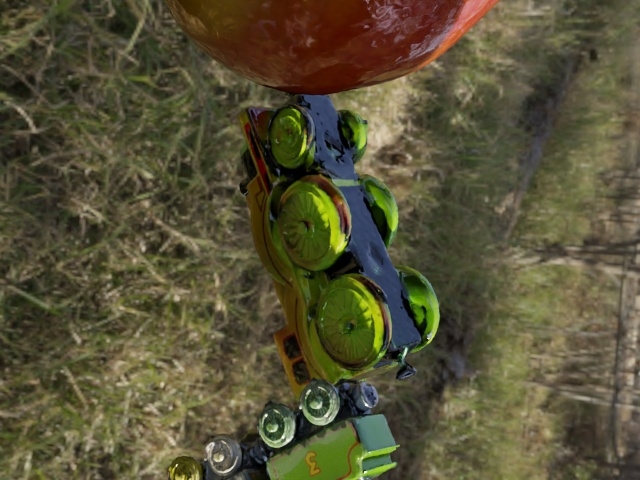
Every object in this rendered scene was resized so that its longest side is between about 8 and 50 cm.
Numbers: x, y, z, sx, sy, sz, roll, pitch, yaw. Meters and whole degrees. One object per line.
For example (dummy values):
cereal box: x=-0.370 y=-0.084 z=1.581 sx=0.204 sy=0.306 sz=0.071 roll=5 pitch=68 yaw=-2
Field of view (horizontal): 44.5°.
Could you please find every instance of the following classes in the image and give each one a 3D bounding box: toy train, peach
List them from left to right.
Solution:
toy train: x=-0.034 y=0.169 z=0.585 sx=0.060 sy=0.202 sz=0.081 roll=10 pitch=52 yaw=-54
toy train: x=0.000 y=0.000 z=0.736 sx=0.100 sy=0.160 sz=0.296 roll=-6 pitch=70 yaw=-42
peach: x=0.016 y=-0.226 z=0.476 sx=0.281 sy=0.281 sz=0.238 roll=64 pitch=24 yaw=-58
